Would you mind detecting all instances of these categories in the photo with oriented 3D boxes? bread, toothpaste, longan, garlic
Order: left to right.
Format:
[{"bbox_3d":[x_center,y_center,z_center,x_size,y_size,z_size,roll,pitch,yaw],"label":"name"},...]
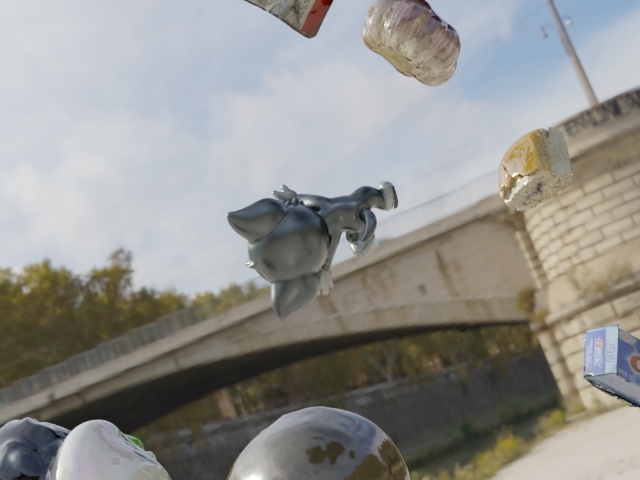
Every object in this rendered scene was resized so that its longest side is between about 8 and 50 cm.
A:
[{"bbox_3d":[-0.012,0.472,1.767,0.361,0.360,0.361,-20,-12,-4],"label":"longan"},{"bbox_3d":[0.139,-0.307,1.519,0.102,0.159,0.147,-55,-19,-8],"label":"garlic"},{"bbox_3d":[0.340,-0.115,1.638,0.082,0.106,0.125,7,-33,-26],"label":"bread"},{"bbox_3d":[0.425,0.181,1.232,0.272,0.066,0.053,27,-28,-31],"label":"toothpaste"}]

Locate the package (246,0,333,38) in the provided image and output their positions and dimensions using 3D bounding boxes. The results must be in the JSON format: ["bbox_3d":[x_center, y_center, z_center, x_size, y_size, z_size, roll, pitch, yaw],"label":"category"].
[{"bbox_3d":[-0.079,-0.494,1.886,0.154,0.239,0.030,-62,-13,18],"label":"package"}]

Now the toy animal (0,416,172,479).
[{"bbox_3d":[-0.321,0.339,1.357,0.267,0.212,0.212,-2,-8,14],"label":"toy animal"}]

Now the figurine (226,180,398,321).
[{"bbox_3d":[0.004,0.000,1.581,0.265,0.193,0.140,-16,14,-3],"label":"figurine"}]
